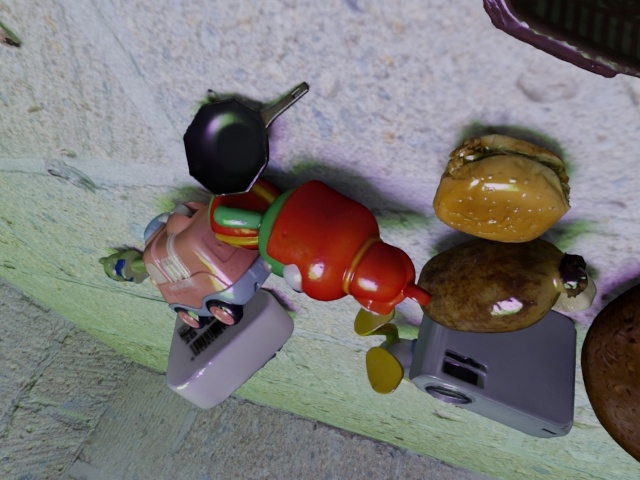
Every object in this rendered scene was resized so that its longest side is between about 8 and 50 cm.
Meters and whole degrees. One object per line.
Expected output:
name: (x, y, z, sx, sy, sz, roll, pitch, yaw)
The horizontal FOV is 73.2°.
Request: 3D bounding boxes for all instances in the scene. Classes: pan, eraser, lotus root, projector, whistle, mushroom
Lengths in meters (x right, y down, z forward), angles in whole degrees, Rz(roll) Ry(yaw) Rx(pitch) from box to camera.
pan: (-0.092, -0.133, 0.598, 0.202, 0.048, 0.128, -3, 102, 22)
eraser: (-0.268, 0.275, 1.132, 0.332, 0.331, 0.150, 1, 143, 33)
lotus root: (0.247, 0.061, 0.611, 0.128, 0.145, 0.260, 46, 148, -14)
projector: (0.298, 0.198, 0.746, 0.251, 0.198, 0.108, 22, 149, 1)
whistle: (-0.528, 0.075, 1.204, 0.228, 0.085, 0.105, -3, 150, 36)
mushroom: (0.527, 0.189, 0.560, 0.346, 0.239, 0.344, 3, 101, 16)

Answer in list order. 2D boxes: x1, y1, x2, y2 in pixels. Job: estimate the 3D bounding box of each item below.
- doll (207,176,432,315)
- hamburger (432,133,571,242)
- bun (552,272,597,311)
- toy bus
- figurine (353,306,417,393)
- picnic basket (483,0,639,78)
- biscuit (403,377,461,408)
doll: (-0.001, 0.001, 0.645, 0.363, 0.160, 0.183, 30, -173, 22)
hamburger: (0.213, -0.058, 0.514, 0.147, 0.083, 0.138, 17, 149, 3)
bun: (0.364, 0.067, 0.641, 0.086, 0.054, 0.086, 30, 153, 16)
toy bus: (-0.229, 0.033, 0.850, 0.288, 0.194, 0.232, -13, 127, 45)
figurine: (0.269, 0.260, 0.949, 0.284, 0.204, 0.338, -9, 150, 32)
picnic basket: (0.254, -0.197, 0.223, 0.297, 0.129, 0.222, 20, 148, 2)
biscuit: (0.319, 0.387, 1.181, 0.299, 0.045, 0.154, 29, 150, -9)
